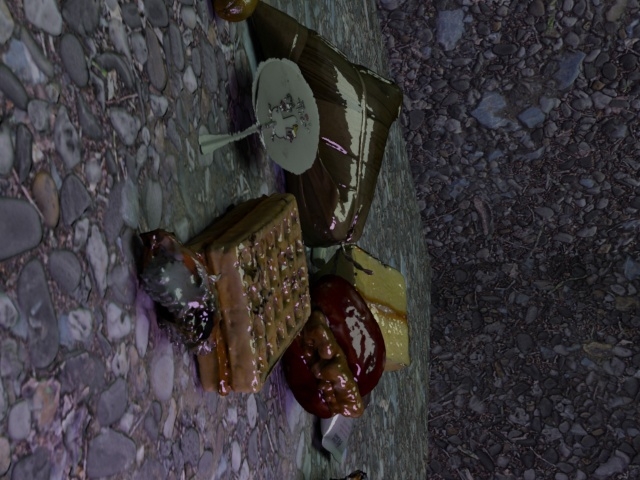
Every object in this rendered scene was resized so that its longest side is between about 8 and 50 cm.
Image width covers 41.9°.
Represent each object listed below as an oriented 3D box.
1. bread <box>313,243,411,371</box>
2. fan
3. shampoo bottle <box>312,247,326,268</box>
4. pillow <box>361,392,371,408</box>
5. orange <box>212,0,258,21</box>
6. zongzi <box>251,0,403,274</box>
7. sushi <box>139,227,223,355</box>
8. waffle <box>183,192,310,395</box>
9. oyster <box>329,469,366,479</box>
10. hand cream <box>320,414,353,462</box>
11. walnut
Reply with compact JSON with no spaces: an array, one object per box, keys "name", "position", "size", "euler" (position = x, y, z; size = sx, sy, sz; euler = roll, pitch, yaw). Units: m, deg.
[{"name":"bread","position":[0.128,0.161,1.970],"size":[0.198,0.236,0.263],"euler":[138,-44,-56]},{"name":"fan","position":[-0.099,-0.215,1.564],"size":[0.414,0.012,0.233],"euler":[-37,112,-56]},{"name":"shampoo bottle","position":[0.000,0.000,2.081],"size":[0.049,0.034,0.141],"euler":[59,27,-49]},{"name":"pillow","position":[0.086,0.331,2.145],"size":[0.033,0.130,0.217],"euler":[24,58,-38]},{"name":"orange","position":[-0.156,-0.441,1.519],"size":[0.085,0.085,0.095],"euler":[72,26,-43]},{"name":"zongzi","position":[-0.061,-0.197,1.807],"size":[0.467,0.218,0.500],"euler":[24,74,-38]},{"name":"sushi","position":[-0.186,0.084,1.169],"size":[0.103,0.097,0.226],"euler":[-75,154,-46]},{"name":"waffle","position":[-0.118,0.082,1.429],"size":[0.376,0.114,0.261],"euler":[-52,138,-70]},{"name":"oyster","position":[0.023,0.621,1.825],"size":[0.361,0.096,0.221],"euler":[34,57,-72]},{"name":"hand cream","position":[0.050,0.345,2.041],"size":[0.185,0.118,0.359],"euler":[66,30,-59]},{"name":"walnut","position":[0.014,0.222,1.705],"size":[0.244,0.221,0.269],"euler":[-79,145,-70]}]
